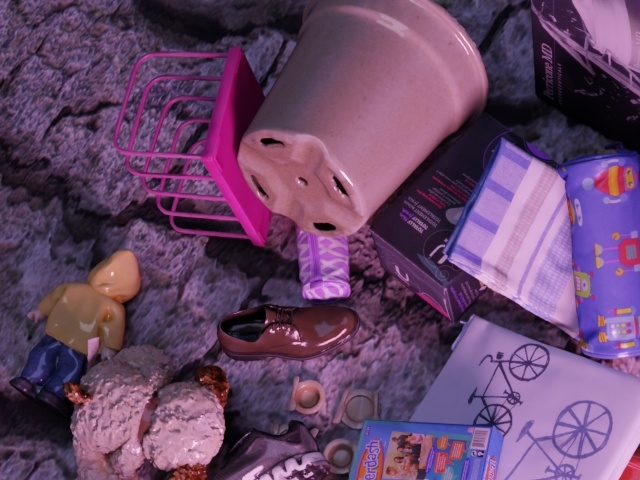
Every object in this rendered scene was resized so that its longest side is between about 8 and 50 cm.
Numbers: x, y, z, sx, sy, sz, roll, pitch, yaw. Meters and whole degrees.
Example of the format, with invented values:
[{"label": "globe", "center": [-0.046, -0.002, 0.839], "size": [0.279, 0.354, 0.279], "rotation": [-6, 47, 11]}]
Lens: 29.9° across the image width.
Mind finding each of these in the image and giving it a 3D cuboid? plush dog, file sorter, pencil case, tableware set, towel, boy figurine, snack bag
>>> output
[{"label": "plush dog", "center": [-0.249, 0.265, 1.784], "size": [0.225, 0.210, 0.262], "rotation": [9, 65, 14]}, {"label": "file sorter", "center": [-0.192, -0.149, 1.936], "size": [0.182, 0.290, 0.202], "rotation": [4, 65, 17]}, {"label": "pencil case", "center": [0.000, 0.000, 1.934], "size": [0.086, 0.088, 0.206], "rotation": [-13, 63, 8]}, {"label": "tableware set", "center": [0.006, 0.282, 1.829], "size": [0.169, 0.020, 0.141], "rotation": [10, 66, 16]}, {"label": "pencil case", "center": [0.413, 0.015, 1.724], "size": [0.119, 0.133, 0.306], "rotation": [-10, 95, -22]}, {"label": "towel", "center": [0.337, 0.003, 1.784], "size": [0.285, 0.034, 0.209], "rotation": [30, 82, -18]}, {"label": "boy figurine", "center": [-0.391, 0.135, 1.945], "size": [0.177, 0.092, 0.285], "rotation": [20, 69, 20]}, {"label": "snack bag", "center": [0.268, 0.290, 1.717], "size": [0.343, 0.037, 0.323], "rotation": [21, 70, 41]}]

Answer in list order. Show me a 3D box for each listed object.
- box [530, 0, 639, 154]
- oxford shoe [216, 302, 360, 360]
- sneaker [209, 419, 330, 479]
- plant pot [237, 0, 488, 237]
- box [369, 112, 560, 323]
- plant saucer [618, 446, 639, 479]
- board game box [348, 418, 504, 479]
[{"label": "box", "center": [0.580, -0.326, 1.756], "size": [0.472, 0.480, 0.297], "rotation": [36, 76, 25]}, {"label": "oxford shoe", "center": [-0.052, 0.138, 1.872], "size": [0.227, 0.096, 0.082], "rotation": [-10, 60, 5]}, {"label": "sneaker", "center": [-0.107, 0.338, 1.789], "size": [0.234, 0.078, 0.106], "rotation": [-23, 60, 4]}, {"label": "plant pot", "center": [0.044, -0.183, 1.845], "size": [0.334, 0.333, 0.305], "rotation": [22, 57, 21]}, {"label": "box", "center": [0.231, -0.035, 1.872], "size": [0.270, 0.143, 0.165], "rotation": [-44, 64, -12]}, {"label": "plant saucer", "center": [0.358, 0.383, 1.692], "size": [0.258, 0.047, 0.259], "rotation": [20, 70, 20]}, {"label": "board game box", "center": [0.143, 0.338, 1.702], "size": [0.210, 0.047, 0.160], "rotation": [-1, 58, 32]}]
